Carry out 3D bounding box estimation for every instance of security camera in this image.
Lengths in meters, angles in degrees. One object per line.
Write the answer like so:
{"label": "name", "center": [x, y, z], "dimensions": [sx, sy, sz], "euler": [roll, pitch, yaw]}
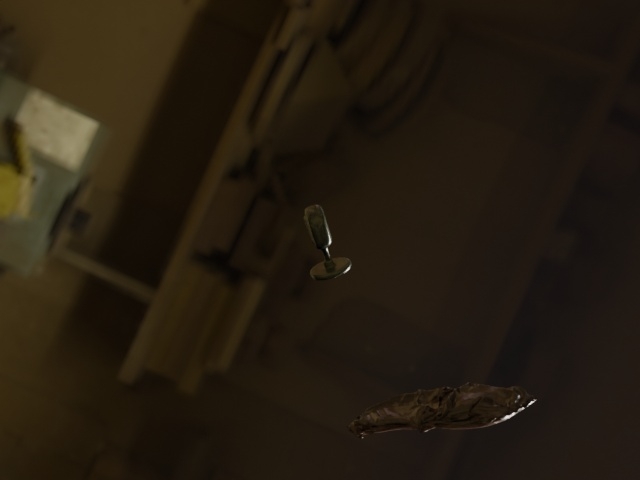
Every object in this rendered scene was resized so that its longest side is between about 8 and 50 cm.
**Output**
{"label": "security camera", "center": [0.000, 0.000, 2.185], "dimensions": [0.058, 0.058, 0.092], "euler": [-68, 141, -62]}

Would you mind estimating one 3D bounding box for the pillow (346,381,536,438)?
{"label": "pillow", "center": [0.162, 0.231, 2.374], "dimensions": [0.135, 0.248, 0.049], "euler": [-24, 102, -59]}
